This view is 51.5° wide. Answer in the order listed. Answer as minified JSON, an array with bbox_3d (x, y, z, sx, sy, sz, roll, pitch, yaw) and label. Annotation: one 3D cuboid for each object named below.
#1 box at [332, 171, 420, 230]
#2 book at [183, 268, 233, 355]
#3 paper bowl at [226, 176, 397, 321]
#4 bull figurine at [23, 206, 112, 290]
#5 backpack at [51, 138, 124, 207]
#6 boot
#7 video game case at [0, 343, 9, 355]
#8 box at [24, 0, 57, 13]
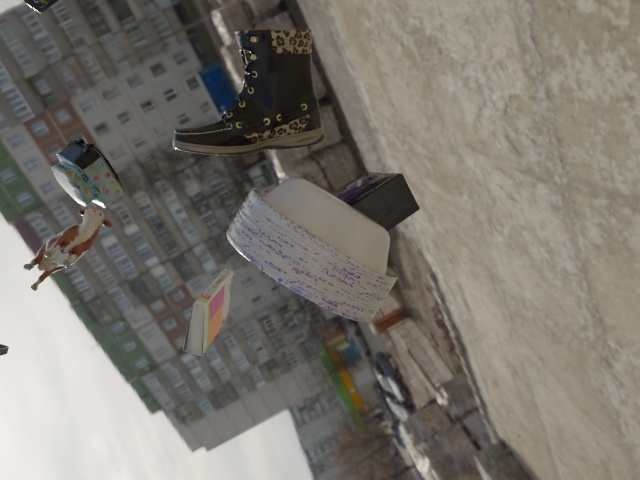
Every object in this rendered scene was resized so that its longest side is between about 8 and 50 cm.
[{"bbox_3d":[0.067,-0.050,1.524,0.103,0.261,0.184,61,165,-19],"label":"box"},{"bbox_3d":[-0.187,0.120,1.142,0.144,0.035,0.096,-57,-19,-67],"label":"book"},{"bbox_3d":[0.000,0.000,1.099,0.284,0.148,0.284,30,-175,-3],"label":"paper bowl"},{"bbox_3d":[-0.739,0.021,1.924,0.101,0.310,0.188,47,-145,-14],"label":"bull figurine"},{"bbox_3d":[-0.671,-0.180,1.929,0.165,0.144,0.188,22,155,42],"label":"backpack"},{"bbox_3d":[-0.175,-0.356,1.588,0.138,0.377,0.284,-130,36,-67],"label":"boot"},{"bbox_3d":[-0.872,0.242,1.518,0.274,0.196,0.026,77,-152,-87],"label":"video game case"},{"bbox_3d":[-0.617,-0.675,1.559,0.183,0.232,0.059,62,-169,21],"label":"box"}]
